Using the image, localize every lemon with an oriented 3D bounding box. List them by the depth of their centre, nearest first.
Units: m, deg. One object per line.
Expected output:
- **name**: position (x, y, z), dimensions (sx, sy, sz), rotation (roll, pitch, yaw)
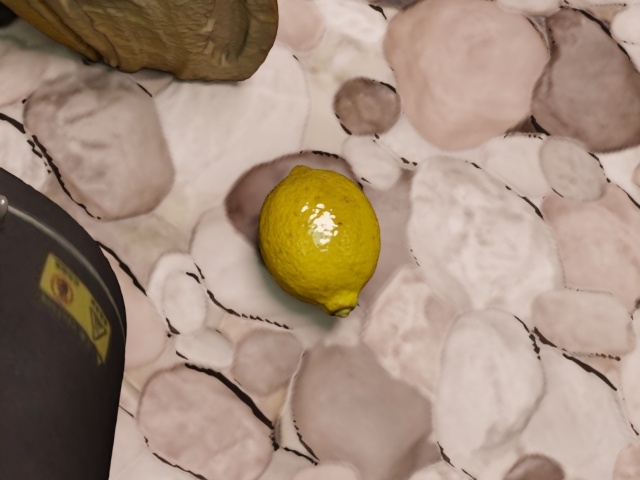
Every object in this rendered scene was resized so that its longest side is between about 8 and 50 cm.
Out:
- **lemon**: position (0.000, 0.000, 0.954), dimensions (0.062, 0.062, 0.083), rotation (-16, 77, -13)

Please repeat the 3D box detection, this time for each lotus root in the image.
- **lotus root**: position (-0.091, -0.143, 0.943), dimensions (0.159, 0.135, 0.095), rotation (11, 73, 8)

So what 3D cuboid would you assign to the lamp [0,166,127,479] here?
- **lamp**: position (-0.183, 0.087, 0.787), dimensions (0.205, 0.374, 0.272), rotation (39, 52, -30)
